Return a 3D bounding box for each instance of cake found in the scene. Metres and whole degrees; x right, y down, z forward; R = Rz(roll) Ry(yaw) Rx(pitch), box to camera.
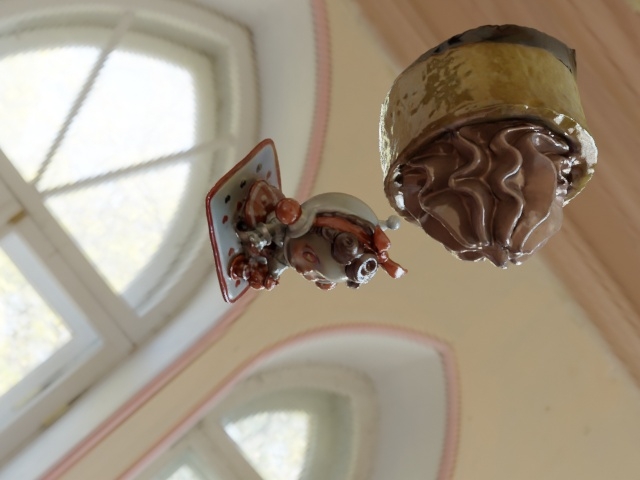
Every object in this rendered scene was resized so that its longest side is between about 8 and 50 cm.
[{"bbox_3d":[0.156,-0.065,1.152,0.185,0.207,0.178,38,28,-47],"label":"cake"}]

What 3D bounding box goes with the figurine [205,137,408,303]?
[{"bbox_3d":[0.000,0.000,1.653,0.226,0.160,0.184,15,-48,28],"label":"figurine"}]
